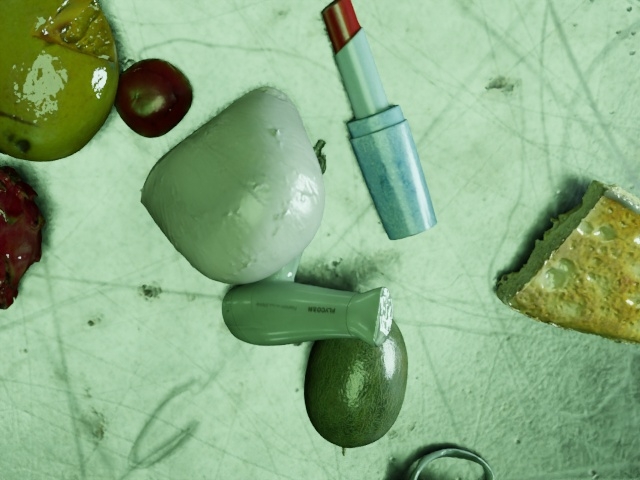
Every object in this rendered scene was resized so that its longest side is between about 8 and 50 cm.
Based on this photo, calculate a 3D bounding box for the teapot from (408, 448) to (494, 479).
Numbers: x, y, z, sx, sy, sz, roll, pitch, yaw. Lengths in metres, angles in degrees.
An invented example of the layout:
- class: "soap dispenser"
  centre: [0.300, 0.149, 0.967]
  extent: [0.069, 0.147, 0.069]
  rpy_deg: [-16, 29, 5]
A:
- class: "teapot"
  centre: [0.148, 0.350, 1.770]
  extent: [0.149, 0.162, 0.239]
  rpy_deg: [7, 67, -12]

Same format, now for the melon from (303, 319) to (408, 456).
- class: "melon"
  centre: [0.037, 0.156, 1.751]
  extent: [0.114, 0.114, 0.167]
  rpy_deg: [9, 95, -4]

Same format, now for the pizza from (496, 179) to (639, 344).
- class: "pizza"
  centre: [0.327, 0.028, 1.773]
  extent: [0.204, 0.080, 0.188]
  rpy_deg: [24, 118, -15]

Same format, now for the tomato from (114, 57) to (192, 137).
- class: "tomato"
  centre: [-0.184, -0.156, 1.722]
  extent: [0.087, 0.075, 0.087]
  rpy_deg: [0, 96, 1]

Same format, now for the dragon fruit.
- class: "dragon fruit"
  centre: [-0.365, -0.004, 1.711]
  extent: [0.133, 0.136, 0.166]
  rpy_deg: [16, 127, 25]

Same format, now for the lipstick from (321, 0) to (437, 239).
- class: "lipstick"
  centre: [0.058, -0.138, 1.741]
  extent: [0.068, 0.061, 0.274]
  rpy_deg: [-19, 98, 2]

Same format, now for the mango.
- class: "mango"
  centre: [-0.304, -0.213, 1.682]
  extent: [0.167, 0.130, 0.262]
  rpy_deg: [-13, 89, 7]

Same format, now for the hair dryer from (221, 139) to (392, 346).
- class: "hair dryer"
  centre: [0.000, 0.000, 1.726]
  extent: [0.206, 0.075, 0.237]
  rpy_deg: [-3, 72, 38]

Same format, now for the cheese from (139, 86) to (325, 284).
- class: "cheese"
  centre: [-0.084, -0.052, 1.679]
  extent: [0.198, 0.154, 0.189]
  rpy_deg: [-37, 63, 5]
